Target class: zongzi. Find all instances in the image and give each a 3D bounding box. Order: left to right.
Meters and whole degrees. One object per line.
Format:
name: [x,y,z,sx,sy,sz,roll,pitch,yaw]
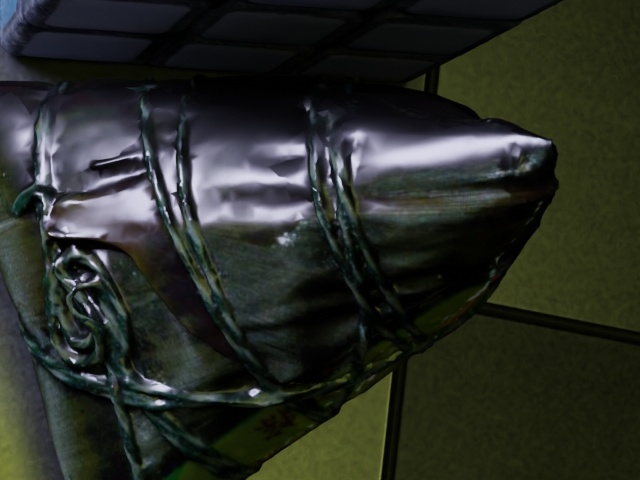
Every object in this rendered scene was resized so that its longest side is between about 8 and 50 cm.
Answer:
zongzi: [0.000,0.000,1.168,0.384,0.362,0.319,-18,84,18]

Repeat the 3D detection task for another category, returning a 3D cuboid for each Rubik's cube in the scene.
Rubik's cube: [-0.027,-0.272,1.132,0.304,0.301,0.305,4,82,-19]
